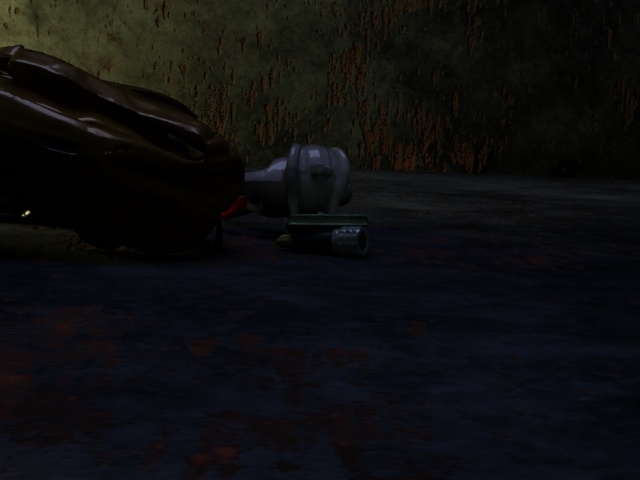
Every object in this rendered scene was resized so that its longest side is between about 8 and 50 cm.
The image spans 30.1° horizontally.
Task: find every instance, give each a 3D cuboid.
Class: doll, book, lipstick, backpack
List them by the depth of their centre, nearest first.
[{"bbox_3d":[-0.285,-0.106,1.423,0.378,0.201,0.353,20,3,-13],"label":"backpack"},{"bbox_3d":[0.000,0.000,1.438,0.116,0.037,0.037,1,5,28],"label":"lipstick"},{"bbox_3d":[0.004,-0.016,1.496,0.103,0.017,0.135,0,-8,-2],"label":"book"},{"bbox_3d":[-0.044,-0.069,1.646,0.188,0.099,0.384,1,-3,-15],"label":"doll"}]

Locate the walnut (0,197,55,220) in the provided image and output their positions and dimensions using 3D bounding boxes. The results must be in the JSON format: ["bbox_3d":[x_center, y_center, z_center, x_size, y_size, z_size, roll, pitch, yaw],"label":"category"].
[{"bbox_3d":[-0.400,-0.136,1.676,0.228,0.227,0.228,2,6,0],"label":"walnut"}]
